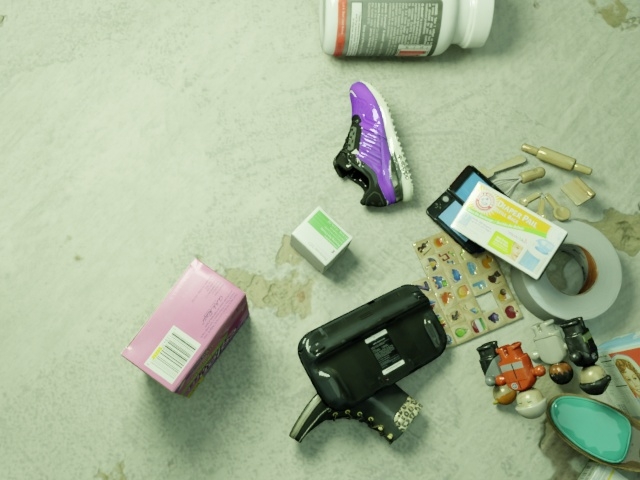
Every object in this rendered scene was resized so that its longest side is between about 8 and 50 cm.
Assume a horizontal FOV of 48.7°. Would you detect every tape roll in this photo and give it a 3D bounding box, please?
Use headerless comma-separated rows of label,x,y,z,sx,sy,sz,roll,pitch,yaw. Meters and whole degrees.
tape roll,0.524,0.068,1.516,0.219,0.072,0.219,1,76,-4

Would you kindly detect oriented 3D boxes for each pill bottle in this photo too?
pill bottle,0.184,-0.515,1.569,0.363,0.210,0.210,0,76,-5

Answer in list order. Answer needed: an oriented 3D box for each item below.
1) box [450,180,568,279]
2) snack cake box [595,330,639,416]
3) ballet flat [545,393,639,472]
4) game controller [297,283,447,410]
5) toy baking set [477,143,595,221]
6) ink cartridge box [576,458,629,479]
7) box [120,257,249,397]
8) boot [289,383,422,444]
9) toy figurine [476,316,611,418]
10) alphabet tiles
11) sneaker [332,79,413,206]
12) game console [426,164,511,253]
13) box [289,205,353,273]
box,0.382,-0.019,1.437,0.203,0.103,0.114,33,96,18
snack cake box,0.642,0.255,1.376,0.089,0.264,0.152,-27,79,-11
ballet flat,0.611,0.400,1.400,0.342,0.124,0.116,16,77,15
game controller,0.111,0.207,1.408,0.319,0.067,0.166,-23,86,-29
toy baking set,0.468,-0.135,1.553,0.256,0.030,0.197,30,62,23
ink cartridge box,0.605,0.543,1.404,0.209,0.062,0.109,37,76,5
box,-0.245,0.175,1.341,0.117,0.243,0.213,35,75,4
boot,0.072,0.347,1.398,0.178,0.085,0.236,42,69,8
toy figurine,0.432,0.251,1.392,0.213,0.209,0.148,-20,84,-10
alphabet tiles,0.298,0.093,1.525,0.198,0.009,0.237,-21,78,-9
sneaker,0.090,-0.207,1.537,0.146,0.102,0.293,-17,78,-8
game console,0.323,-0.066,1.522,0.144,0.085,0.124,44,67,11
box,0.000,0.000,1.477,0.101,0.102,0.087,43,79,6
